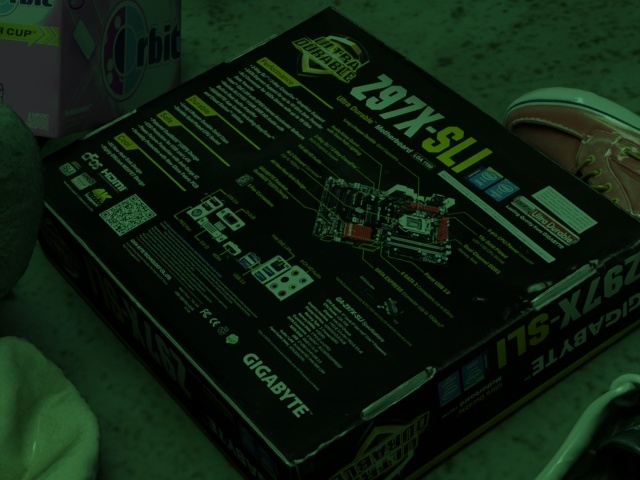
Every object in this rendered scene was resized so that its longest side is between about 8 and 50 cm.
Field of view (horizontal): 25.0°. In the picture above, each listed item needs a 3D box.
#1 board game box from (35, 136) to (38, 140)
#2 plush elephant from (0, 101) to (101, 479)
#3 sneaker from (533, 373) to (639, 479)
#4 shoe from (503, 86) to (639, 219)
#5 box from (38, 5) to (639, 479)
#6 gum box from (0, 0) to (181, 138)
[{"bbox_3d":[-0.321,-0.198,1.112,0.316,0.064,0.242,13,55,16],"label":"board game box"},{"bbox_3d":[-0.261,0.046,0.780,0.272,0.330,0.255,-14,65,15],"label":"plush elephant"},{"bbox_3d":[0.184,0.102,0.720,0.094,0.091,0.258,11,44,48],"label":"sneaker"},{"bbox_3d":[0.178,-0.035,0.898,0.178,0.063,0.081,26,49,27],"label":"shoe"},{"bbox_3d":[0.000,0.000,0.888,0.257,0.079,0.322,-30,47,-22],"label":"box"},{"bbox_3d":[-0.157,-0.138,0.988,0.062,0.107,0.188,9,15,19],"label":"gum box"}]
